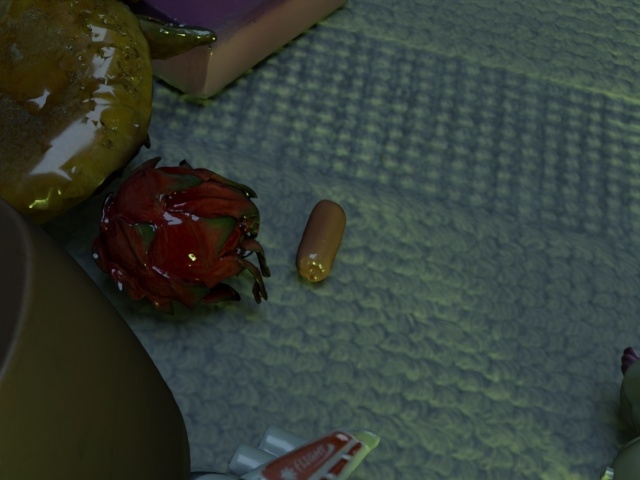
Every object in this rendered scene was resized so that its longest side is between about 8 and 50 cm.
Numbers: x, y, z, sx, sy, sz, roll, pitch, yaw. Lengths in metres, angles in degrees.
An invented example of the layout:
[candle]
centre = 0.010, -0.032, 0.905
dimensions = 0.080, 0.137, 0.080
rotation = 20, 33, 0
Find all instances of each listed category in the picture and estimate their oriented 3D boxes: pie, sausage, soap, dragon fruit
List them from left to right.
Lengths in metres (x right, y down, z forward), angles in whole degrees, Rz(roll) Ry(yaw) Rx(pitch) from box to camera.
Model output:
[pie]
centre = -0.266, -0.110, 1.045
dimensions = 0.273, 0.069, 0.273
rotation = -3, 65, 6
[dragon fruit]
centre = -0.111, -0.003, 1.029
dimensions = 0.142, 0.130, 0.121
rotation = -28, 26, -33
[soap]
centre = -0.102, -0.260, 1.291
dimensions = 0.181, 0.081, 0.259
rotation = 34, 48, 17
[sausage]
centre = 0.000, 0.000, 1.104
dimensions = 0.034, 0.034, 0.083
rotation = 18, 45, 2

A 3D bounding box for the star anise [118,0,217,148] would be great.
[star anise]
centre = -0.237, -0.178, 1.146
dimensions = 0.288, 0.088, 0.288
rotation = -3, 68, 7

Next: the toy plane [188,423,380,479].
[toy plane]
centre = -0.019, 0.219, 0.835
dimensions = 0.252, 0.118, 0.252
rotation = 7, 44, -6

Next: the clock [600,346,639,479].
[clock]
centre = 0.289, 0.163, 0.981
dimensions = 0.144, 0.103, 0.231
rotation = 18, 43, 5

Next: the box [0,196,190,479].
[box]
centre = -0.234, 0.117, 0.745
dimensions = 0.301, 0.216, 0.301
rotation = -8, 45, 8
